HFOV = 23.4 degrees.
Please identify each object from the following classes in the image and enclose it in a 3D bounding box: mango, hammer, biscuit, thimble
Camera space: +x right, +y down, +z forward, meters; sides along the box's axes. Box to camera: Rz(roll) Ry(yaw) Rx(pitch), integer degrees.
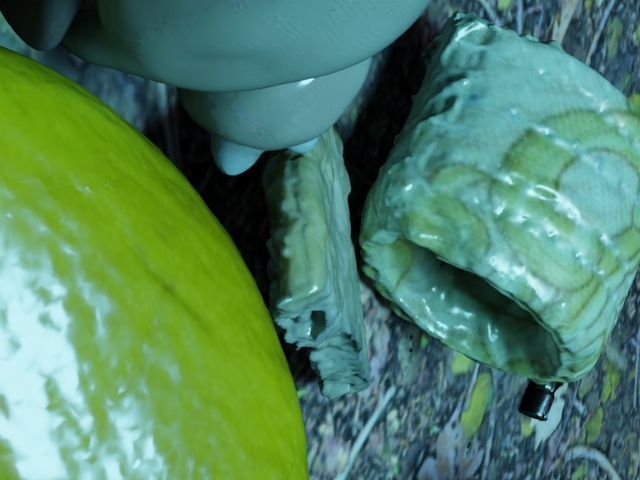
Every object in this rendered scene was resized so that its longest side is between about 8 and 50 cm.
[{"bbox_3d":[-0.102,0.053,0.580,0.195,0.142,0.332,-49,132,-40],"label":"mango"},{"bbox_3d":[0.126,0.069,1.033,0.178,0.021,0.065,37,71,-54],"label":"hammer"},{"bbox_3d":[-0.001,-0.004,0.746,0.250,0.032,0.133,64,21,-75],"label":"biscuit"},{"bbox_3d":[0.105,-0.022,0.866,0.190,0.137,0.143,46,62,-41],"label":"thimble"}]

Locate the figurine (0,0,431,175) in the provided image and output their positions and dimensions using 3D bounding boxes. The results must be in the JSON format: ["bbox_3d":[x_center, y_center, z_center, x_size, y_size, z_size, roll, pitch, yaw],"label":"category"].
[{"bbox_3d":[-0.064,-0.179,0.493,0.380,0.203,0.248,25,71,-57],"label":"figurine"}]
